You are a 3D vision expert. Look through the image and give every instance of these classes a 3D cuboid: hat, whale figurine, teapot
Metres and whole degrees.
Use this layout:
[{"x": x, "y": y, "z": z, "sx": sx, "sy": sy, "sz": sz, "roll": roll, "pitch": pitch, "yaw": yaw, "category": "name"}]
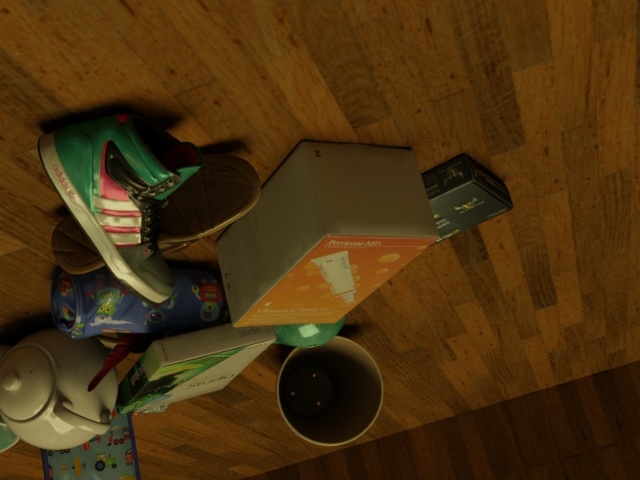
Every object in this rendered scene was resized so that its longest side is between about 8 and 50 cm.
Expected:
[{"x": -0.330, "y": 0.202, "z": 1.859, "sx": 0.208, "sy": 0.183, "sz": 0.173, "roll": -13, "pitch": 155, "yaw": -2, "category": "hat"}, {"x": -0.051, "y": 0.170, "z": 2.006, "sx": 0.216, "sy": 0.141, "sz": 0.272, "roll": -1, "pitch": 154, "yaw": -30, "category": "whale figurine"}, {"x": -0.518, "y": 0.276, "z": 1.836, "sx": 0.256, "sy": 0.252, "sz": 0.187, "roll": -22, "pitch": 159, "yaw": 18, "category": "teapot"}]

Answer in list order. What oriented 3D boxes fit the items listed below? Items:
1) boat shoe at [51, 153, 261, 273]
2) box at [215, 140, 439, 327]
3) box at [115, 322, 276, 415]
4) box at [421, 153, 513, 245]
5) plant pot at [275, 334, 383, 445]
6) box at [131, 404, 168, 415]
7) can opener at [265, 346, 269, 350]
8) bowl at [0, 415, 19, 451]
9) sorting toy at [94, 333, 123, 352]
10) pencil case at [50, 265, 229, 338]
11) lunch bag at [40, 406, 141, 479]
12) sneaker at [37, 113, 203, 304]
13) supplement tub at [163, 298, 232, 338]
[{"x": -0.237, "y": -0.037, "z": 1.488, "sx": 0.342, "sy": 0.123, "sz": 0.123, "roll": -23, "pitch": 173, "yaw": 14, "category": "boat shoe"}, {"x": 0.000, "y": 0.000, "z": 1.620, "sx": 0.215, "sy": 0.168, "sz": 0.345, "roll": 1, "pitch": 152, "yaw": -31, "category": "box"}, {"x": -0.246, "y": 0.240, "z": 1.850, "sx": 0.232, "sy": 0.058, "sz": 0.322, "roll": -11, "pitch": 160, "yaw": -30, "category": "box"}, {"x": 0.204, "y": -0.057, "z": 1.748, "sx": 0.233, "sy": 0.059, "sz": 0.183, "roll": -26, "pitch": 153, "yaw": 24, "category": "box"}, {"x": -0.003, "y": 0.370, "z": 2.399, "sx": 0.256, "sy": 0.256, "sz": 0.274, "roll": -9, "pitch": 172, "yaw": -13, "category": "plant pot"}, {"x": -0.425, "y": 0.404, "z": 2.457, "sx": 0.094, "sy": 0.027, "sz": 0.137, "roll": -4, "pitch": 155, "yaw": -25, "category": "box"}, {"x": -0.245, "y": 0.254, "z": 2.160, "sx": 0.280, "sy": 0.093, "sz": 0.074, "roll": -13, "pitch": 156, "yaw": -16, "category": "can opener"}, {"x": -0.766, "y": 0.337, "z": 1.938, "sx": 0.312, "sy": 0.163, "sz": 0.311, "roll": -13, "pitch": 157, "yaw": -5, "category": "bowl"}, {"x": -0.511, "y": 0.245, "z": 2.027, "sx": 0.274, "sy": 0.046, "sz": 0.132, "roll": -26, "pitch": 154, "yaw": 25, "category": "sorting toy"}, {"x": -0.322, "y": 0.112, "z": 1.734, "sx": 0.306, "sy": 0.133, "sz": 0.119, "roll": 4, "pitch": 173, "yaw": -34, "category": "pencil case"}, {"x": -0.555, "y": 0.541, "z": 2.354, "sx": 0.221, "sy": 0.293, "sz": 0.138, "roll": -6, "pitch": 155, "yaw": -18, "category": "lunch bag"}, {"x": -0.231, "y": -0.056, "z": 1.335, "sx": 0.178, "sy": 0.124, "sz": 0.295, "roll": -24, "pitch": 123, "yaw": 8, "category": "sneaker"}, {"x": -0.242, "y": 0.190, "z": 1.986, "sx": 0.106, "sy": 0.106, "sz": 0.198, "roll": 4, "pitch": 150, "yaw": -36, "category": "supplement tub"}]
